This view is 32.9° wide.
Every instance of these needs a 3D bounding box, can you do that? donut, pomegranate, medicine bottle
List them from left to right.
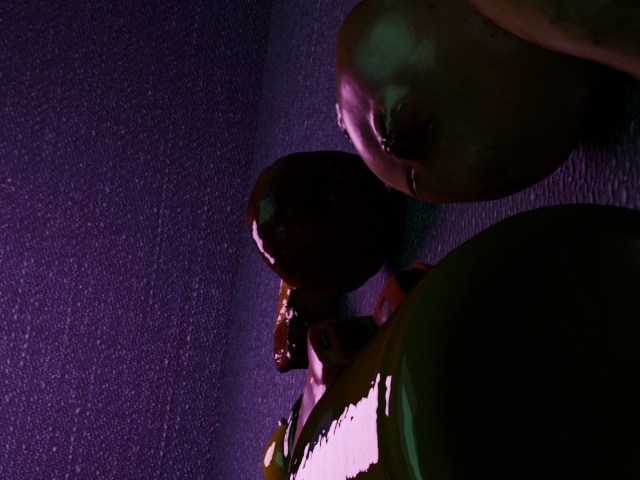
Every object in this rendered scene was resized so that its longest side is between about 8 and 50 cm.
[{"bbox_3d":[-0.015,0.104,1.588,0.141,0.085,0.217,115,161,-57],"label":"donut"},{"bbox_3d":[0.113,-0.133,0.829,0.209,0.209,0.209,-172,90,-79],"label":"pomegranate"},{"bbox_3d":[0.094,0.151,0.637,0.384,0.224,0.224,121,155,-63],"label":"medicine bottle"}]

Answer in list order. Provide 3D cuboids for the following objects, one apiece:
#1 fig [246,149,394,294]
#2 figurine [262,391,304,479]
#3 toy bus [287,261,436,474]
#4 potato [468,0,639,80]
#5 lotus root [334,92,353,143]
[{"bbox_3d":[0.001,-0.033,1.406,0.290,0.190,0.191,-81,1,-80],"label":"fig"},{"bbox_3d":[0.000,0.239,1.356,0.234,0.127,0.185,90,-163,-71],"label":"figurine"},{"bbox_3d":[0.049,0.182,1.032,0.143,0.153,0.329,-113,33,-72],"label":"toy bus"},{"bbox_3d":[0.161,-0.219,0.624,0.242,0.242,0.286,160,115,-77],"label":"potato"},{"bbox_3d":[0.105,-0.181,1.056,0.278,0.154,0.154,108,165,-45],"label":"lotus root"}]
